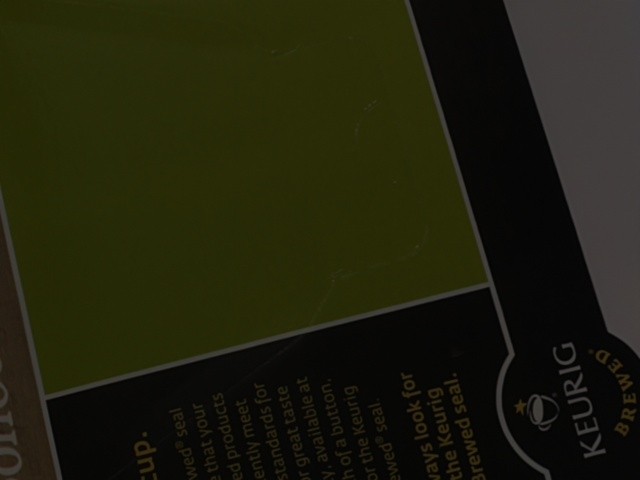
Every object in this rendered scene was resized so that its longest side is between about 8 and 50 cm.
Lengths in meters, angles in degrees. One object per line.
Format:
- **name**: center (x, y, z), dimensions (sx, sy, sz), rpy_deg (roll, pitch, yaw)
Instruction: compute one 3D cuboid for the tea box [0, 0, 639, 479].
- **tea box**: center (0.000, 0.000, 0.680), dimensions (0.220, 0.323, 0.329), rpy_deg (92, -15, -74)
